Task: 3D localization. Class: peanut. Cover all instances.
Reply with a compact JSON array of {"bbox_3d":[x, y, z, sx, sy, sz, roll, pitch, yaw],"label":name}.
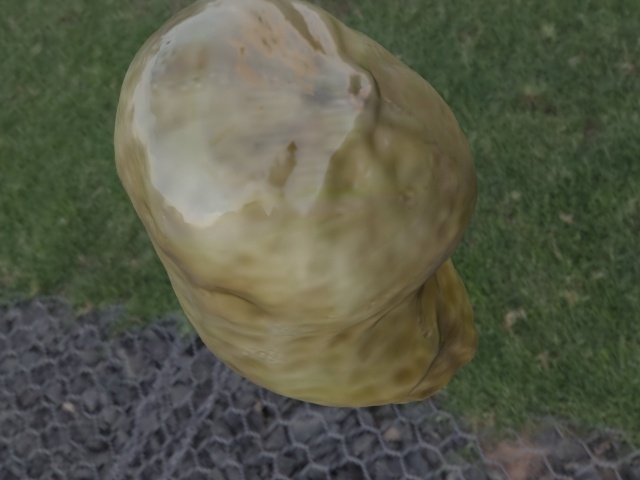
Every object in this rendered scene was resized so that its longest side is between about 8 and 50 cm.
[{"bbox_3d":[0.000,0.000,0.492,0.137,0.253,0.122,1,58,12],"label":"peanut"}]
